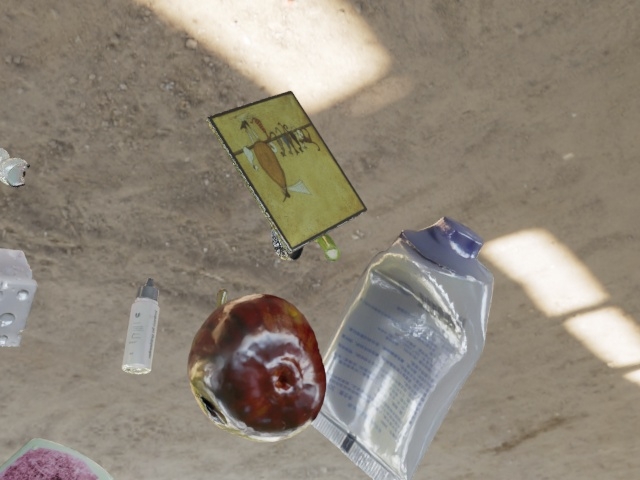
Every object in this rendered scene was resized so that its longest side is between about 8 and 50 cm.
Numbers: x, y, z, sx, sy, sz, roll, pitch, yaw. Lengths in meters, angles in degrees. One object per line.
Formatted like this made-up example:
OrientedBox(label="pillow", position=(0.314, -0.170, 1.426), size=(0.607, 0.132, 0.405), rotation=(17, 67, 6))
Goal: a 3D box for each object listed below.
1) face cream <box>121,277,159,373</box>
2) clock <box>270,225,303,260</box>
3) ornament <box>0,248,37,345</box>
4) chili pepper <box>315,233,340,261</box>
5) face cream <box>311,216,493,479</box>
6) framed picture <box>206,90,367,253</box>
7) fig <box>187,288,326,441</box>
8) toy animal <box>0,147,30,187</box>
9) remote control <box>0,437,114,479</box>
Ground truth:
OrientedBox(label="face cream", position=(-0.562, 0.262, 1.953), size=(0.092, 0.311, 0.092), rotation=(-1, 150, 0))
OrientedBox(label="clock", position=(-0.098, -0.030, 1.852), size=(0.040, 0.184, 0.184), rotation=(-4, 146, 20))
OrientedBox(label="ornament", position=(-1.086, 0.176, 1.977), size=(0.240, 0.240, 0.239), rotation=(8, 113, -41))
OrientedBox(label="chili pepper", position=(0.000, 0.000, 1.543), size=(0.050, 0.202, 0.052), rotation=(-44, 121, -4))
OrientedBox(label="face cream", position=(0.117, 0.160, 0.923), size=(0.137, 0.235, 0.420), rotation=(-3, 122, -57))
OrientedBox(label="framed picture", position=(-0.066, -0.163, 1.357), size=(0.255, 0.338, 0.014), rotation=(-28, 175, -39))
OrientedBox(label="fig", position=(-0.112, 0.179, 0.882), size=(0.249, 0.186, 0.203), rotation=(-6, 119, 53))
OrientedBox(label="toy animal", position=(-0.749, -0.171, 1.432), size=(0.124, 0.085, 0.071), rotation=(29, 128, 16))
OrientedBox(label="remote control", position=(-0.372, 0.357, 0.636), size=(0.145, 0.344, 0.050), rotation=(17, 127, 23))
